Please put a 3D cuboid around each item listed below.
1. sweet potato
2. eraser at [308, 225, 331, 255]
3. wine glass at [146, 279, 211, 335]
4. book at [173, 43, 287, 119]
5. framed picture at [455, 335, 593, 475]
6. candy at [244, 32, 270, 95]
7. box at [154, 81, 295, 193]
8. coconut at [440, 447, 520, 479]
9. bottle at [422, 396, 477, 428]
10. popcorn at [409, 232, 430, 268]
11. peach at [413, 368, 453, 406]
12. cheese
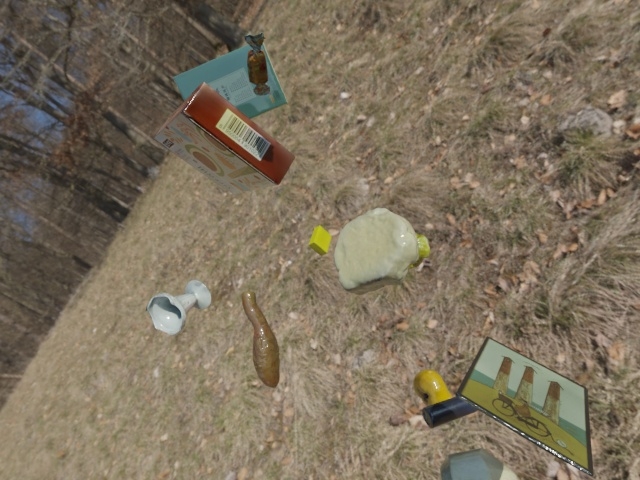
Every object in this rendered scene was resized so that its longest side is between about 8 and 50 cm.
[{"bbox_3d":[-0.218,0.375,1.529,0.109,0.384,0.109,-13,1,0],"label":"sweet potato"},{"bbox_3d":[0.000,0.000,2.049,0.045,0.097,0.122,-27,35,40],"label":"eraser"},{"bbox_3d":[-0.527,0.241,1.545,0.165,0.165,0.196,-48,-5,31],"label":"wine glass"},{"bbox_3d":[-0.351,-0.589,1.600,0.380,0.263,0.031,-21,12,3],"label":"book"},{"bbox_3d":[0.442,0.324,0.870,0.324,0.244,0.013,-17,-51,-57],"label":"framed picture"},{"bbox_3d":[-0.158,-0.440,1.017,0.053,0.046,0.182,-20,-27,-15],"label":"candy"},{"bbox_3d":[-0.326,-0.307,1.340,0.385,0.345,0.122,3,61,57],"label":"box"},{"bbox_3d":[0.480,0.733,1.217,0.222,0.202,0.202,-16,27,17],"label":"coconut"},{"bbox_3d":[0.491,0.605,1.468,0.082,0.245,0.072,-130,32,-55],"label":"bottle"},{"bbox_3d":[0.395,0.065,1.977,0.286,0.173,0.225,-16,-12,21],"label":"popcorn"},{"bbox_3d":[0.450,0.606,1.636,0.103,0.179,0.179,-25,0,-22],"label":"peach"},{"bbox_3d":[0.187,0.044,1.434,0.318,0.115,0.326,24,88,47],"label":"cheese"}]
